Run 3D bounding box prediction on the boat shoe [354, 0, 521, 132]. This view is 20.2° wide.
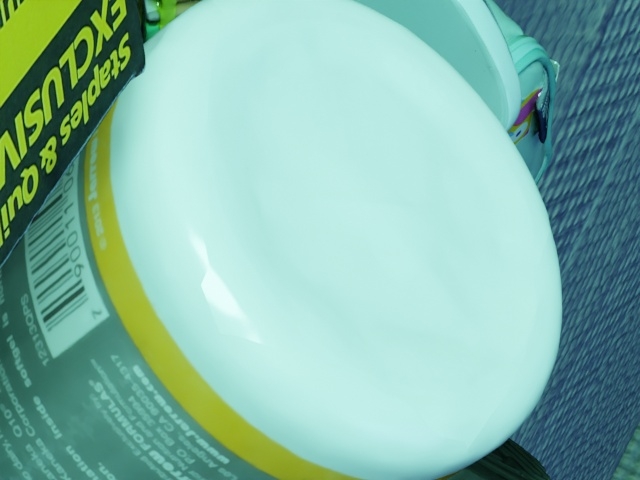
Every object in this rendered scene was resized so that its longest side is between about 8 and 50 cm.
[{"bbox_3d":[0.034,-0.129,0.742,0.065,0.183,0.083,-30,-170,44],"label":"boat shoe"}]

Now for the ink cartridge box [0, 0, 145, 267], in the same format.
[{"bbox_3d":[-0.152,-0.008,0.318,0.309,0.130,0.272,-64,156,-45],"label":"ink cartridge box"}]

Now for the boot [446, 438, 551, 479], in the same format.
[{"bbox_3d":[0.006,0.204,1.065,0.260,0.131,0.348,-60,-177,-2],"label":"boot"}]

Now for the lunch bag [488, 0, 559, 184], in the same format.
[{"bbox_3d":[0.000,0.000,0.862,0.279,0.108,0.224,-44,160,-8],"label":"lunch bag"}]

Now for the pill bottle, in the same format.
[{"bbox_3d":[-0.063,0.047,0.614,0.278,0.162,0.162,-37,-179,43],"label":"pill bottle"}]

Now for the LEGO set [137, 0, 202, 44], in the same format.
[{"bbox_3d":[-0.083,-0.139,0.557,0.107,0.132,0.287,-9,137,-10],"label":"LEGO set"}]
